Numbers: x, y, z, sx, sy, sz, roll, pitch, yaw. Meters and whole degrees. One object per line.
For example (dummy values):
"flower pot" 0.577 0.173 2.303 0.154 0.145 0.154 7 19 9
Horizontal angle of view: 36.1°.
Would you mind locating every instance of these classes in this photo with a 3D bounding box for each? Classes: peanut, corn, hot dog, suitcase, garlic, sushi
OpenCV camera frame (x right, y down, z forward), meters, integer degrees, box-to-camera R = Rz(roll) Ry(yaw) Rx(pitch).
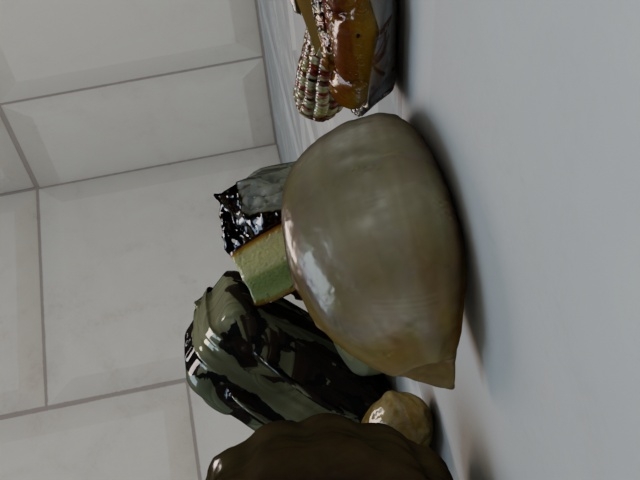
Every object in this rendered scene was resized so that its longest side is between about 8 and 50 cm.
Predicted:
"peanut" 0.097 0.262 1.205 0.108 0.095 0.226 56 158 39
"corn" 0.007 -0.229 1.263 0.237 0.079 0.080 103 156 -67
"hot dog" 0.029 -0.230 0.897 0.268 0.075 0.144 87 175 -46
"suitcase" -0.057 0.223 1.552 0.194 0.351 0.339 -55 15 7
"garlic" 0.042 -0.022 0.911 0.338 0.151 0.196 -104 -8 -55
"sushi" -0.063 -0.024 1.765 0.348 0.234 0.208 -100 -1 -71

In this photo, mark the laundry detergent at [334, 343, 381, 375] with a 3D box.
"laundry detergent" 0.049 0.047 1.274 0.181 0.091 0.253 -107 7 -46

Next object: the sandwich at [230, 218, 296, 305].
"sandwich" 0.000 0.000 1.495 0.108 0.220 0.186 63 -157 2

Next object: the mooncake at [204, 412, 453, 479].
"mooncake" 0.007 0.328 0.960 0.187 0.323 0.324 -110 10 -79

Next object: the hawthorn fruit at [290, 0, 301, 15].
"hawthorn fruit" -0.064 -0.390 1.224 0.179 0.173 0.174 86 172 -61

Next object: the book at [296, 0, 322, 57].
"book" 0.008 -0.293 1.108 0.172 0.012 0.118 -106 34 -53
